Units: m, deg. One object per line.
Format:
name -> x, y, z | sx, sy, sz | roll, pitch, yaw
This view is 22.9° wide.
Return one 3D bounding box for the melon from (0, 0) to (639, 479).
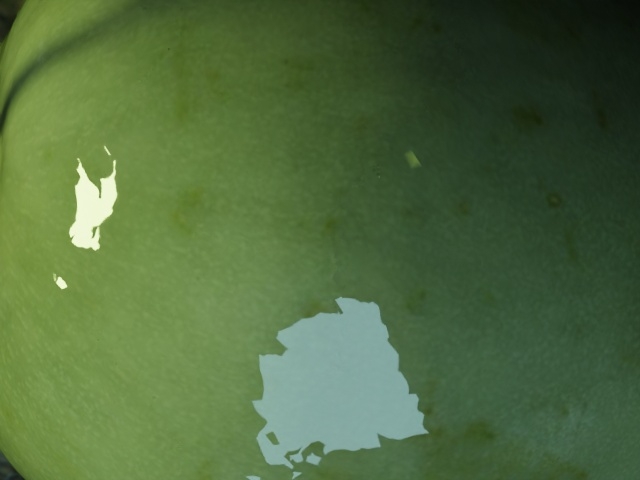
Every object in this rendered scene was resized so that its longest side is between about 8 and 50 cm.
melon -> 0.015, 0.003, 0.541 | 0.308, 0.271, 0.271 | 15, 136, -2
